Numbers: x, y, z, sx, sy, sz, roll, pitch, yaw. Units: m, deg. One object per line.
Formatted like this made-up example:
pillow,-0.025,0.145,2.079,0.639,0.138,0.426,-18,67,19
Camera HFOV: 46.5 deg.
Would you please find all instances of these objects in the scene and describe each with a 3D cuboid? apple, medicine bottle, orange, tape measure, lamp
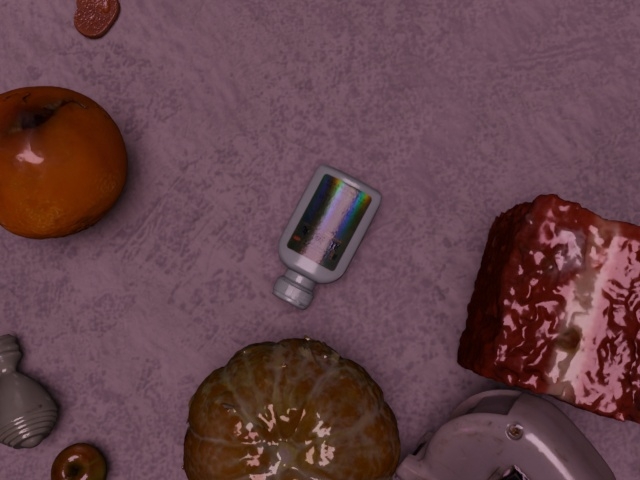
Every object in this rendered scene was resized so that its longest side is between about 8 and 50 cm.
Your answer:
apple,-0.392,0.375,1.213,0.089,0.074,0.090,0,82,3
medicine bottle,0.000,0.000,1.221,0.121,0.083,0.229,28,88,3
orange,-0.429,-0.127,1.177,0.246,0.246,0.246,0,85,3
tape measure,0.269,0.351,1.089,0.258,0.130,0.265,41,125,17
orange,-0.046,0.309,1.112,0.329,0.249,0.329,-1,78,6
lamp,-0.502,0.250,1.224,0.106,0.106,0.193,-26,74,1

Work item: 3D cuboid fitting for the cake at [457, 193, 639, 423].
cake,0.395,0.108,1.095,0.319,0.270,0.270,16,86,3

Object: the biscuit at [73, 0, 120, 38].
biscuit,-0.399,-0.404,1.317,0.078,0.015,0.091,37,87,8
